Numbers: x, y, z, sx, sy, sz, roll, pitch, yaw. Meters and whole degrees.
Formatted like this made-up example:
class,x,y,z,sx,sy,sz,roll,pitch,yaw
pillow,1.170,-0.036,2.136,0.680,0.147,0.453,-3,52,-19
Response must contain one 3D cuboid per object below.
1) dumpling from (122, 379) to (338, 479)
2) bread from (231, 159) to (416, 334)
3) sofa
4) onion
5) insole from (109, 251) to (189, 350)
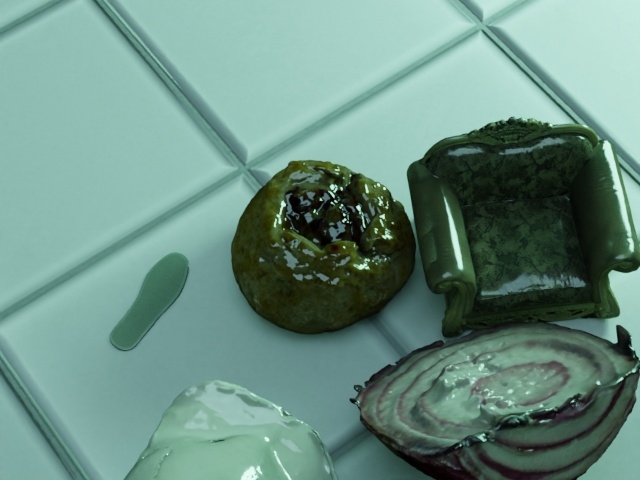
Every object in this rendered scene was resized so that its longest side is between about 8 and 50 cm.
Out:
class,x,y,z,sx,sy,sz,roll,pitch,yaw
dumpling,-0.110,0.338,1.649,0.260,0.181,0.341,18,38,3
bread,0.000,0.000,1.881,0.230,0.123,0.230,-2,58,4
sofa,0.242,-0.017,1.845,0.258,0.182,0.200,-6,59,-1
onion,0.197,0.198,1.737,0.314,0.146,0.280,-23,20,-22
insole,-0.212,0.075,1.911,0.053,0.002,0.152,27,63,17
